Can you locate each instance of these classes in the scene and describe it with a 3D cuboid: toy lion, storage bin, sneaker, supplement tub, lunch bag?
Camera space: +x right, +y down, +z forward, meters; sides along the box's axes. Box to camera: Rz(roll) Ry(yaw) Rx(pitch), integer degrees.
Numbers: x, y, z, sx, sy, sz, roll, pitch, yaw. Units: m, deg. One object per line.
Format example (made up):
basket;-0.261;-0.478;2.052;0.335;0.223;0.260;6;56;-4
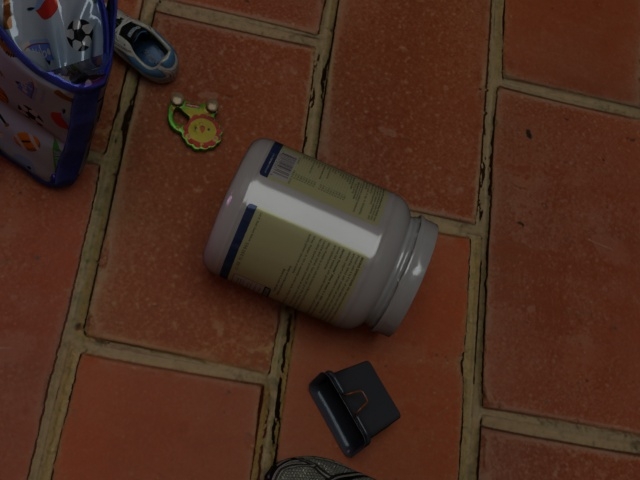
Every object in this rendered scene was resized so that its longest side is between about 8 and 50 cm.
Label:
toy lion;-0.219;-0.203;1.793;0.100;0.034;0.096;10;73;-8
storage bin;0.061;0.256;1.626;0.091;0.098;0.135;-23;73;-32
sneaker;-0.347;-0.368;1.803;0.237;0.086;0.085;35;65;5
supplement tub;0.000;0.000;1.639;0.325;0.235;0.235;24;64;-2
lunch bag;-0.458;-0.309;1.610;0.239;0.328;0.385;-24;75;-29
sneaker;0.080;0.404;1.532;0.343;0.146;0.134;19;64;-4
